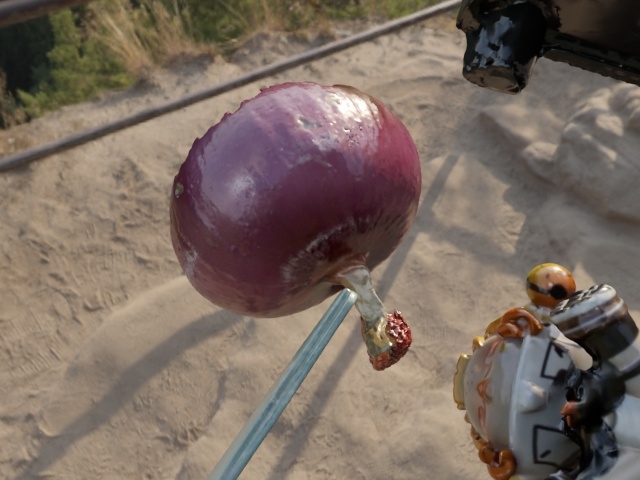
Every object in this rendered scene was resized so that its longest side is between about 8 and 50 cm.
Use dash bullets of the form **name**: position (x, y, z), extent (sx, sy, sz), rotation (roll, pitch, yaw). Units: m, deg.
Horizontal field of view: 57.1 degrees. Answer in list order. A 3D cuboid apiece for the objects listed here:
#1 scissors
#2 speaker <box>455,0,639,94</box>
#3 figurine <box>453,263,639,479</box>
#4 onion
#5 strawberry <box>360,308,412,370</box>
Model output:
- **scissors**: position (-0.104, 0.214, 0.401), extent (0.029, 0.192, 0.447), rotation (38, 76, -5)
- **speaker**: position (0.211, -0.181, 0.246), extent (0.232, 0.184, 0.253), rotation (17, 85, 1)
- **figurine**: position (0.282, 0.192, 0.713), extent (0.196, 0.323, 0.320), rotation (12, 84, -4)
- **onion**: position (-0.018, -0.025, 0.811), extent (0.358, 0.358, 0.344), rotation (-27, 92, -25)
- **strawberry**: position (0.137, 0.191, 1.137), extent (0.082, 0.188, 0.121), rotation (-10, 85, -16)
